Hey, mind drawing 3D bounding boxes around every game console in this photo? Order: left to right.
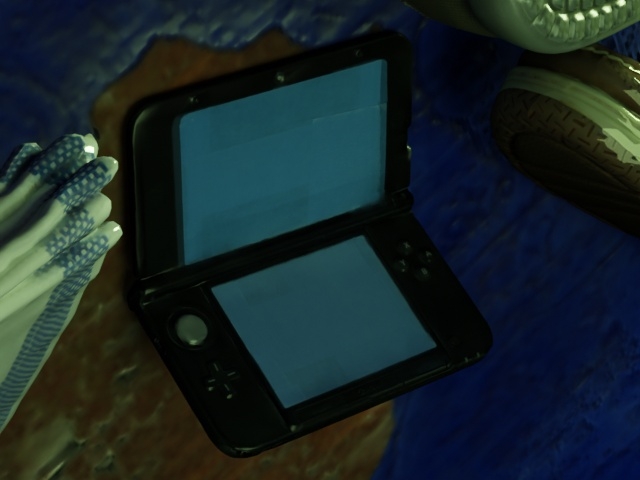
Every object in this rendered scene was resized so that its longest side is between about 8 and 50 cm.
[{"bbox_3d":[0.000,0.000,0.674,0.122,0.107,0.071,-19,155,-32],"label":"game console"}]

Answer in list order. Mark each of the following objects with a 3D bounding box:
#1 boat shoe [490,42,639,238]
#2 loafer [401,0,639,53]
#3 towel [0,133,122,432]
[{"bbox_3d":[0.153,-0.043,0.779,0.257,0.095,0.095,27,85,-55],"label":"boat shoe"},{"bbox_3d":[0.099,-0.121,0.682,0.251,0.087,0.094,-15,113,-53],"label":"loafer"},{"bbox_3d":[-0.179,0.091,0.491,0.285,0.034,0.209,-37,171,-34],"label":"towel"}]
